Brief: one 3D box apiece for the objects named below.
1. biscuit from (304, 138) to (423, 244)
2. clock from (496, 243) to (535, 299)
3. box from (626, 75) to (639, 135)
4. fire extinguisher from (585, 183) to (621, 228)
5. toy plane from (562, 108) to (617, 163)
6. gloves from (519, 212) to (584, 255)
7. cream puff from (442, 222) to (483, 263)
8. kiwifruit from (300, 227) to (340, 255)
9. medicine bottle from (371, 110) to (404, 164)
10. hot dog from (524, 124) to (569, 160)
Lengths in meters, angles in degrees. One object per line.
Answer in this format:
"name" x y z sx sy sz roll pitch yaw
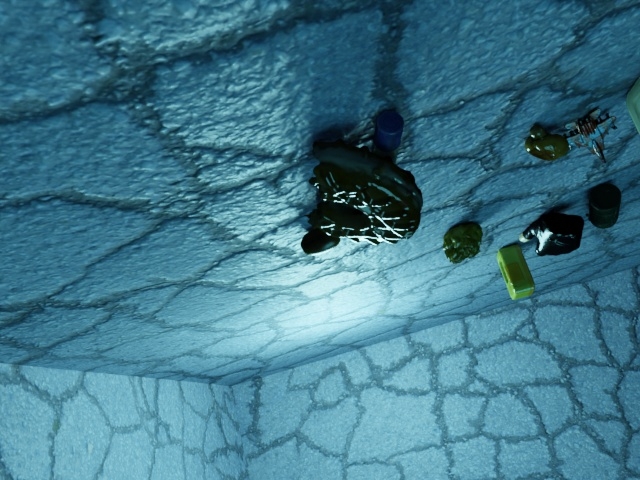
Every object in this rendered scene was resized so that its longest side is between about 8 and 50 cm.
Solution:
"biscuit" 0.099 -0.091 1.214 0.268 0.115 0.366 16 163 3
"clock" 0.800 0.129 2.195 0.096 0.203 0.143 -15 159 7
"box" 0.871 -0.356 1.076 0.343 0.178 0.352 -14 160 2
"fire extinguisher" 0.992 -0.108 1.887 0.114 0.096 0.311 15 173 31
"toy plane" 0.684 -0.253 1.345 0.130 0.061 0.189 -27 142 28
"gloves" 0.847 -0.016 1.977 0.197 0.153 0.301 9 179 14
"cream puff" 0.491 0.013 1.833 0.146 0.117 0.146 -9 158 -4
"kiwifruit" 0.000 0.000 1.535 0.124 0.076 0.075 -18 159 21
"medicine bottle" 0.140 -0.192 1.168 0.059 0.059 0.231 -13 159 -5
"hot dog" 0.551 -0.238 1.317 0.140 0.060 0.089 8 174 -30
